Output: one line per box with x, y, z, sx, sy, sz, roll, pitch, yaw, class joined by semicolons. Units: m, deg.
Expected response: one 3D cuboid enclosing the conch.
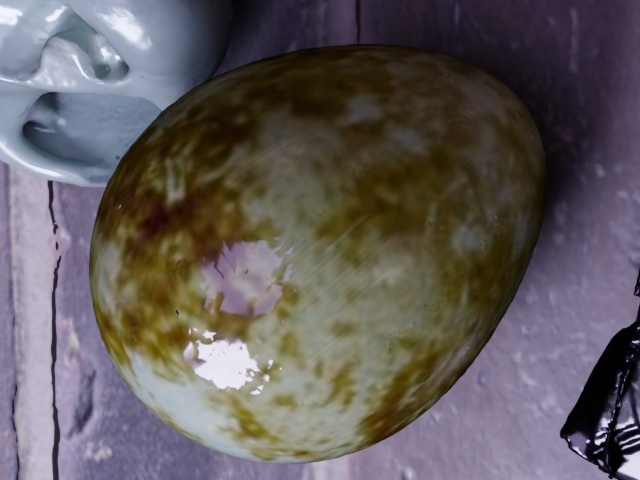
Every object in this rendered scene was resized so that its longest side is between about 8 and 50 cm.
-0.152;-0.129;1.207;0.221;0.121;0.185;-26;91;37;conch

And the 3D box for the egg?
0.000;0.000;1.087;0.289;0.238;0.238;-39;80;6;egg

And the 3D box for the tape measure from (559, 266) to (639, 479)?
0.251;0.075;1.033;0.186;0.112;0.199;25;113;21;tape measure
